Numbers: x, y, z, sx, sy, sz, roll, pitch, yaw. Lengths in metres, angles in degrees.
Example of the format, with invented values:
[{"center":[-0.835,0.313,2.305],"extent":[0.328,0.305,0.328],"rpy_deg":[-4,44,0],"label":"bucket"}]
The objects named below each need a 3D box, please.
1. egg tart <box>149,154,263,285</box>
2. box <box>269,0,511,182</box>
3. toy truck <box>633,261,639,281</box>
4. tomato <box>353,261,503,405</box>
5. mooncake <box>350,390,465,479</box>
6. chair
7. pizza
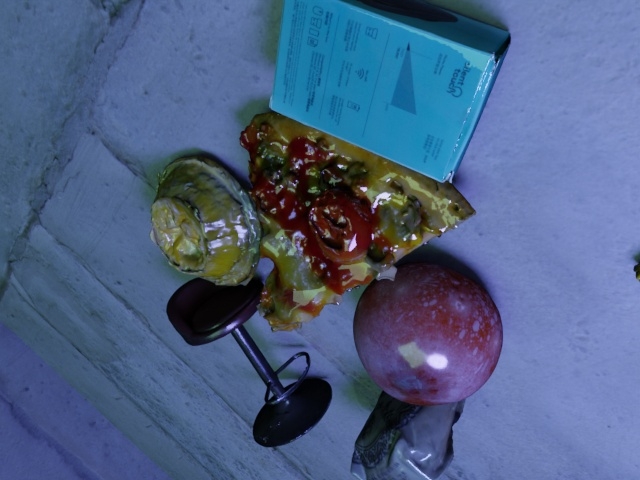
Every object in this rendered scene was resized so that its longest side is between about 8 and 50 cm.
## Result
[{"center":[-0.261,-0.024,1.167],"extent":[0.315,0.120,0.314],"rpy_deg":[17,122,29],"label":"egg tart"},{"center":[0.091,-0.244,0.804],"extent":[0.312,0.118,0.205],"rpy_deg":[25,135,14],"label":"box"},{"center":[0.506,0.037,0.806],"extent":[0.054,0.049,0.083],"rpy_deg":[34,133,7],"label":"toy truck"},{"center":[0.185,0.174,0.989],"extent":[0.271,0.227,0.270],"rpy_deg":[15,129,19],"label":"tomato"},{"center":[0.176,0.392,1.143],"extent":[0.136,0.250,0.254],"rpy_deg":[37,136,0],"label":"mooncake"},{"center":[-0.164,0.257,1.276],"extent":[0.227,0.226,0.400],"rpy_deg":[-16,113,39],"label":"chair"},{"center":[0.000,0.000,0.940],"extent":[0.440,0.130,0.405],"rpy_deg":[26,103,23],"label":"pizza"}]
